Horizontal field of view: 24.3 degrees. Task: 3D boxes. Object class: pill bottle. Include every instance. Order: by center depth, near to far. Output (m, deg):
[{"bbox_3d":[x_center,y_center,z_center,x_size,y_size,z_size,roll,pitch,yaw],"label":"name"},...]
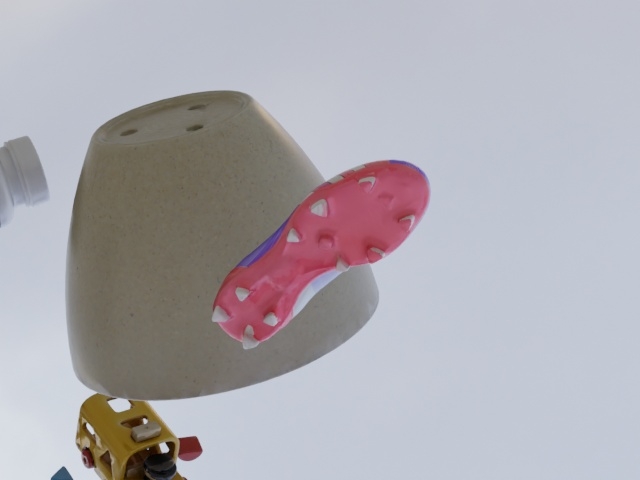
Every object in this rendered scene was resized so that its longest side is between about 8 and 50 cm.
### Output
[{"bbox_3d":[-0.407,-0.056,1.691,0.180,0.108,0.108,-20,-167,-17],"label":"pill bottle"}]

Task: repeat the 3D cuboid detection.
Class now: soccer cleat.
[{"bbox_3d":[0.000,0.000,1.264,0.248,0.083,0.095,-41,-168,32],"label":"soccer cleat"}]

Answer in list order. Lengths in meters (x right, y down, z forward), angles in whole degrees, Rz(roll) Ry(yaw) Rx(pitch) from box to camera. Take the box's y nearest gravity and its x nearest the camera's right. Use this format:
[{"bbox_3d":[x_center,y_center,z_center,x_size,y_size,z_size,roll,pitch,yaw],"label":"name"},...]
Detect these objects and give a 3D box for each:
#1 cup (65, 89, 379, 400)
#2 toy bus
[{"bbox_3d":[-0.123,-0.017,1.529,0.331,0.237,0.331,-11,-160,4],"label":"cup"},{"bbox_3d":[-0.235,0.277,1.933,0.202,0.104,0.191,13,-146,1],"label":"toy bus"}]
